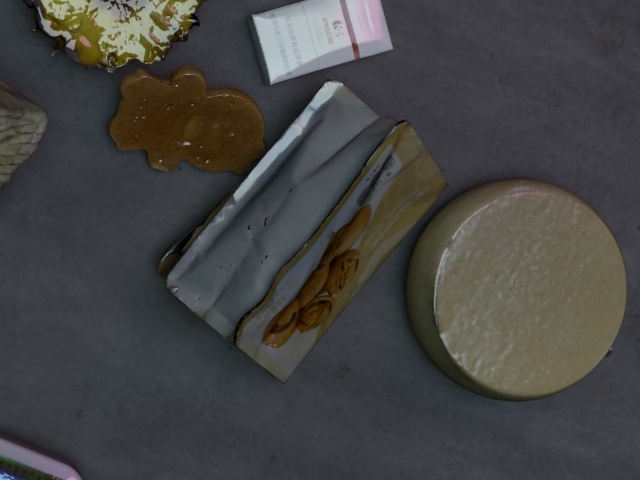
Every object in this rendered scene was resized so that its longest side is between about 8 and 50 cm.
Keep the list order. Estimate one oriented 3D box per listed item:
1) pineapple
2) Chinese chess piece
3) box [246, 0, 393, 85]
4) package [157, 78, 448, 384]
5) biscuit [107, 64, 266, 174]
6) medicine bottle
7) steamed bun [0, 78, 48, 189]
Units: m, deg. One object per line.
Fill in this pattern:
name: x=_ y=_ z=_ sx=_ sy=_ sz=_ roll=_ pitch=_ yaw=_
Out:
pineapple: x=-0.227 y=-0.288 z=1.695 sx=0.224 sy=0.076 sz=0.225 roll=-3 pitch=100 yaw=-15
Chinese chess piece: x=0.233 y=0.060 z=1.835 sx=0.273 sy=0.102 sz=0.273 roll=-1 pitch=94 yaw=-14
box: x=0.000 y=-0.240 z=1.777 sx=0.154 sy=0.040 sz=0.084 roll=-18 pitch=97 yaw=-13
package: x=-0.025 y=-0.020 z=1.754 sx=0.165 sy=0.221 sz=0.311 roll=38 pitch=87 yaw=25
biscuit: x=-0.147 y=-0.136 z=1.734 sx=0.184 sy=0.027 sz=0.133 roll=0 pitch=122 yaw=-14
medicine bottle: x=-0.332 y=0.290 z=1.723 sx=0.219 sy=0.078 sz=0.115 roll=25 pitch=87 yaw=-15
steamed bun: x=-0.455 y=-0.093 z=1.560 sx=0.206 sy=0.275 sz=0.320 roll=44 pitch=47 yaw=9
